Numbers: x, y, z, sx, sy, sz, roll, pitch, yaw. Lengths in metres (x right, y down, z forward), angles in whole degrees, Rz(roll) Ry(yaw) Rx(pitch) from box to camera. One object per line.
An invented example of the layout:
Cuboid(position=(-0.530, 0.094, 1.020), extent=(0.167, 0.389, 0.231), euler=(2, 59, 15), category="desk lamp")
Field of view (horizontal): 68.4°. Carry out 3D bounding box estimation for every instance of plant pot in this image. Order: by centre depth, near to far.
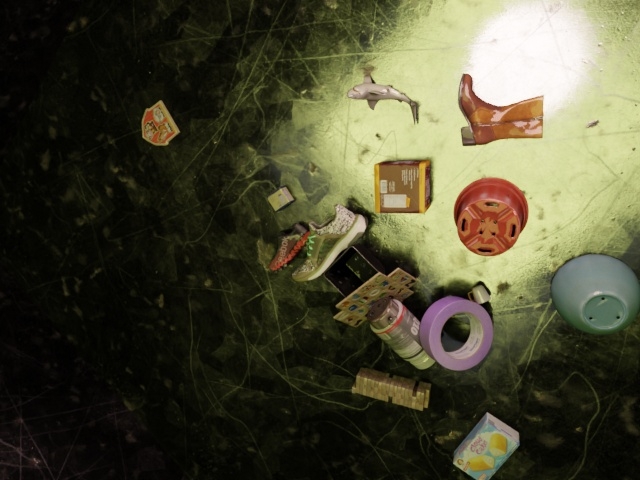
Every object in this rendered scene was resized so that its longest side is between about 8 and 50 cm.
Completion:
Cuboid(position=(0.976, 0.214, 1.650), extent=(0.290, 0.195, 0.290), euler=(6, 107, 20), category="plant pot")
Cuboid(position=(0.600, -0.072, 1.677), extent=(0.272, 0.265, 0.272), euler=(6, 107, 20), category="plant pot")
Cuboid(position=(0.158, 0.124, 1.958), extent=(0.188, 0.167, 0.187), euler=(45, 115, 4), category="plant pot")

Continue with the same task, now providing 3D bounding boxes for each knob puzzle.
Cuboid(position=(-0.775, -0.533, 2.213), extent=(0.213, 0.030, 0.213), euler=(6, 107, 20), category="knob puzzle")

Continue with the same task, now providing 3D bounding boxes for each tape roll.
Cuboid(position=(0.531, 0.362, 1.843), extent=(0.275, 0.090, 0.275), euler=(-1, 95, -15), category="tape roll")

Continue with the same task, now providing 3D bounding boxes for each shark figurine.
Cuboid(position=(0.238, -0.536, 1.800), extent=(0.278, 0.166, 0.116), euler=(14, 136, -1), category="shark figurine")

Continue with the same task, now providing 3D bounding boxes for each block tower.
Cuboid(position=(0.313, 0.654, 2.087), extent=(0.335, 0.091, 0.097), euler=(7, 106, 19), category="block tower")

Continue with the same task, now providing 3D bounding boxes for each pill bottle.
Cuboid(position=(0.351, 0.387, 1.925), extent=(0.161, 0.161, 0.283), euler=(-37, 110, 25), category="pill bottle")

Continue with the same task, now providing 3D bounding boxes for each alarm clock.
Cuboid(position=(0.247, 0.284, 1.824), extent=(0.129, 0.192, 0.064), euler=(-48, 111, -5), category="alarm clock")

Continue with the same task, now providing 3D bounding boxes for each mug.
Cuboid(position=(0.624, 0.214, 1.862), extent=(0.078, 0.062, 0.064), euler=(-25, 87, 16), category="mug")

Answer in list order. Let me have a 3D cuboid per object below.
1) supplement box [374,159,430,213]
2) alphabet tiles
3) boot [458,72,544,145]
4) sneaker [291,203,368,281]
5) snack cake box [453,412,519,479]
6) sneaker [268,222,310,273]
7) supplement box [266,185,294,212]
Cuboid(position=(0.319, -0.209, 1.823), extent=(0.194, 0.129, 0.191), euler=(2, 105, 21), category="supplement box")
Cuboid(position=(0.226, 0.239, 1.916), extent=(0.342, 0.285, 0.011), euler=(-40, 50, 18), category="alphabet tiles")
Cuboid(position=(0.631, -0.471, 1.649), extent=(0.280, 0.096, 0.264), euler=(-5, 102, 21), category="boot")
Cuboid(position=(0.000, 0.000, 1.967), extent=(0.182, 0.158, 0.410), euler=(41, 105, -15), category="sneaker")
Cuboid(position=(0.701, 0.884, 2.001), extent=(0.152, 0.089, 0.264), euler=(31, 113, 10), category="snack cake box")
Cuboid(position=(-0.151, 0.030, 2.090), extent=(0.135, 0.097, 0.276), euler=(46, 113, 4), category="sneaker")
Cuboid(position=(-0.175, -0.182, 2.062), extent=(0.083, 0.056, 0.083), euler=(-31, 92, 25), category="supplement box")
